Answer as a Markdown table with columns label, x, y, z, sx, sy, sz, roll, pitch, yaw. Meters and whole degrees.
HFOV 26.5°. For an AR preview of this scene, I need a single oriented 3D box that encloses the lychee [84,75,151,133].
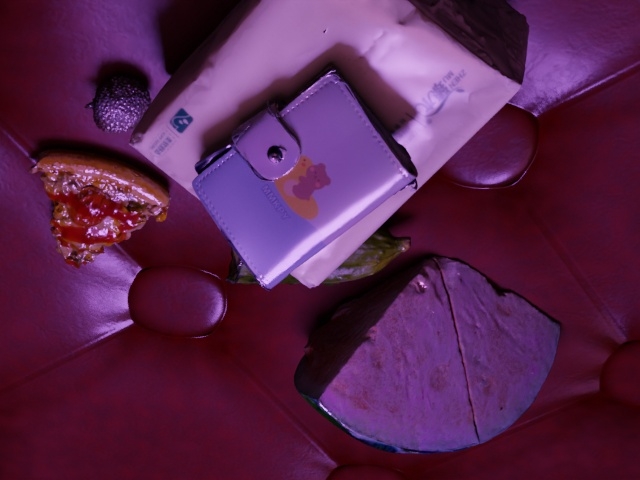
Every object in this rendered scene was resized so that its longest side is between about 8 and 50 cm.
| label | x | y | z | sx | sy | sz | roll | pitch | yaw |
| --- | --- | --- | --- | --- | --- | --- | --- | --- | --- |
| lychee | -0.251 | -0.168 | 1.685 | 0.083 | 0.068 | 0.067 | -8 | 171 | 3 |

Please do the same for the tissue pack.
| label | x | y | z | sx | sy | sz | roll | pitch | yaw |
| --- | --- | --- | --- | --- | --- | --- | --- | --- | --- |
| tissue pack | 0.011 | -0.179 | 1.562 | 0.297 | 0.207 | 0.380 | 36 | 122 | -12 |

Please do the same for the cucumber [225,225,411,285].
| label | x | y | z | sx | sy | sz | roll | pitch | yaw |
| --- | --- | --- | --- | --- | --- | --- | --- | --- | --- |
| cucumber | 0.000 | 0.002 | 1.792 | 0.244 | 0.134 | 0.134 | 3 | 130 | -8 |

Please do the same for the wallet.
| label | x | y | z | sx | sy | sz | roll | pitch | yaw |
| --- | --- | --- | --- | --- | --- | --- | --- | --- | --- |
| wallet | -0.021 | -0.071 | 1.473 | 0.231 | 0.069 | 0.170 | -36 | 94 | 25 |

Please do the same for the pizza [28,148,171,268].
| label | x | y | z | sx | sy | sz | roll | pitch | yaw |
| --- | --- | --- | --- | --- | --- | --- | --- | --- | --- |
| pizza | -0.306 | -0.026 | 1.804 | 0.188 | 0.062 | 0.199 | 16 | 129 | -10 |

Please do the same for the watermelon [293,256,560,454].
| label | x | y | z | sx | sy | sz | roll | pitch | yaw |
| --- | --- | --- | --- | --- | --- | --- | --- | --- | --- |
| watermelon | 0.127 | 0.183 | 1.927 | 0.292 | 0.319 | 0.222 | 39 | 155 | -20 |
